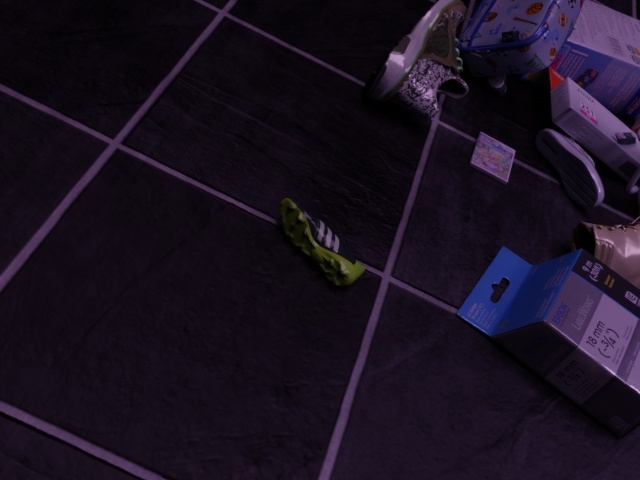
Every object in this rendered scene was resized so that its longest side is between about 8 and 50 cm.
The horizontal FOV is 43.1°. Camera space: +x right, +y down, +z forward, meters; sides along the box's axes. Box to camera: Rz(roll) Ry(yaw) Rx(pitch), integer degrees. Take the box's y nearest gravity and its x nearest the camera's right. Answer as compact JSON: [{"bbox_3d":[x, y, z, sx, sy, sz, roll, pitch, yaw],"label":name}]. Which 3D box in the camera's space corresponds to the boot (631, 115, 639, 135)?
[{"bbox_3d":[0.825,-0.273,2.001,0.086,0.069,0.190,56,43,-3],"label":"boot"}]

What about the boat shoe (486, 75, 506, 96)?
[{"bbox_3d":[0.411,-0.384,1.898,0.046,0.038,0.125,-18,42,12],"label":"boat shoe"}]

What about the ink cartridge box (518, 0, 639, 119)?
[{"bbox_3d":[0.690,-0.471,2.041,0.396,0.151,0.270,15,45,-12],"label":"ink cartridge box"}]

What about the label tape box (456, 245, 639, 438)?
[{"bbox_3d":[0.433,0.135,1.380,0.334,0.106,0.240,37,43,8],"label":"label tape box"}]

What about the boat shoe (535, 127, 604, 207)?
[{"bbox_3d":[0.551,-0.162,1.730,0.076,0.083,0.226,-3,51,-28],"label":"boat shoe"}]

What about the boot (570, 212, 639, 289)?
[{"bbox_3d":[0.594,-0.024,1.560,0.203,0.095,0.262,13,83,-12],"label":"boot"}]

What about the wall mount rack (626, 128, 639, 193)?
[{"bbox_3d":[0.821,-0.109,1.712,0.304,0.130,0.350,-17,49,-37],"label":"wall mount rack"}]

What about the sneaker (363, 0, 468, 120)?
[{"bbox_3d":[0.245,-0.378,1.752,0.182,0.158,0.410,41,50,-4],"label":"sneaker"}]

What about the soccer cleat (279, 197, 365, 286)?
[{"bbox_3d":[0.000,0.000,1.321,0.179,0.060,0.072,50,37,12],"label":"soccer cleat"}]

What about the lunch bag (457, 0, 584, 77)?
[{"bbox_3d":[0.452,-0.502,1.857,0.303,0.243,0.115,-56,130,-24],"label":"lunch bag"}]

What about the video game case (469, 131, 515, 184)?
[{"bbox_3d":[0.361,-0.173,1.696,0.087,0.011,0.122,28,43,-1],"label":"video game case"}]

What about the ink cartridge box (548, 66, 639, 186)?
[{"bbox_3d":[0.641,-0.277,1.855,0.275,0.060,0.239,33,42,-18],"label":"ink cartridge box"}]
